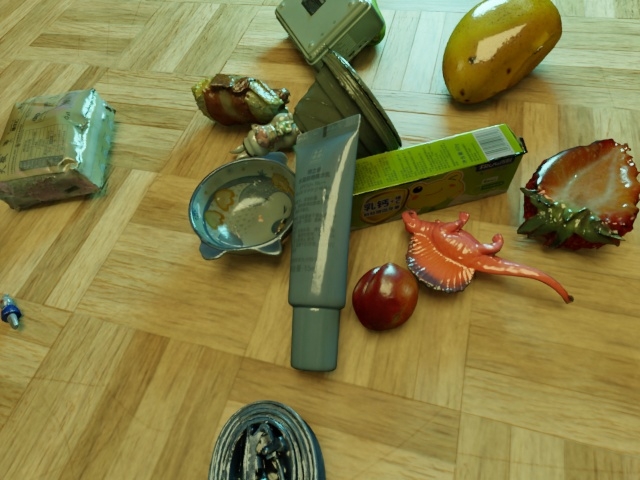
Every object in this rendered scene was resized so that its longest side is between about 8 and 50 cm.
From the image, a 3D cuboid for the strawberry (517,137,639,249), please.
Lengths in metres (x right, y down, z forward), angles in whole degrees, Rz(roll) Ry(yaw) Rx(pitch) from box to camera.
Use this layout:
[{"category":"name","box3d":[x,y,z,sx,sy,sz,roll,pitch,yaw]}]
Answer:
[{"category":"strawberry","box3d":[0.429,-0.083,0.695,0.175,0.098,0.228,19,59,17]}]

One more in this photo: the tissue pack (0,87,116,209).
[{"category":"tissue pack","box3d":[-0.580,-0.209,0.893,0.215,0.123,0.256,-10,56,3]}]

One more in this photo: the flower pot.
[{"category":"flower pot","box3d":[0.038,-0.230,0.788,0.141,0.235,0.235,-35,57,12]}]

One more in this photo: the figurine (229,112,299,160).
[{"category":"figurine","box3d":[-0.122,-0.217,0.850,0.146,0.098,0.081,-24,70,-9]}]

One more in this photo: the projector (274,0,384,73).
[{"category":"projector","box3d":[0.012,-0.542,0.993,0.192,0.099,0.256,-38,56,18]}]

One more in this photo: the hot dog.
[{"category":"hot dog","box3d":[-0.171,-0.311,0.894,0.214,0.146,0.102,3,85,5]}]

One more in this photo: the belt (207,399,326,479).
[{"category":"belt","box3d":[-0.067,0.308,0.521,0.142,0.082,0.190,-8,56,9]}]

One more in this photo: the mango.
[{"category":"mango","box3d":[0.372,-0.414,0.883,0.191,0.160,0.290,41,80,20]}]

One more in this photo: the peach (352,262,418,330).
[{"category":"peach","box3d":[0.100,0.090,0.632,0.101,0.100,0.100,-3,58,5]}]

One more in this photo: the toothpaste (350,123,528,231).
[{"category":"toothpaste","box3d":[0.186,-0.110,0.735,0.328,0.110,0.077,-14,59,-1]}]

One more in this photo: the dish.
[{"category":"dish","box3d":[-0.118,-0.041,0.746,0.236,0.086,0.228,-38,62,-16]}]

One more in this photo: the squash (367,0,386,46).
[{"category":"squash","box3d":[0.113,-0.559,1.043,0.095,0.095,0.187,-11,61,1]}]

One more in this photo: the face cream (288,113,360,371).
[{"category":"face cream","box3d":[0.000,0.000,0.636,0.136,0.086,0.384,-6,76,41]}]

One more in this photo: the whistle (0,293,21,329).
[{"category":"whistle","box3d":[-0.556,0.129,0.733,0.083,0.029,0.033,40,107,32]}]

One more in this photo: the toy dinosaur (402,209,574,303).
[{"category":"toy dinosaur","box3d":[0.231,0.043,0.642,0.286,0.070,0.139,38,59,26]}]
